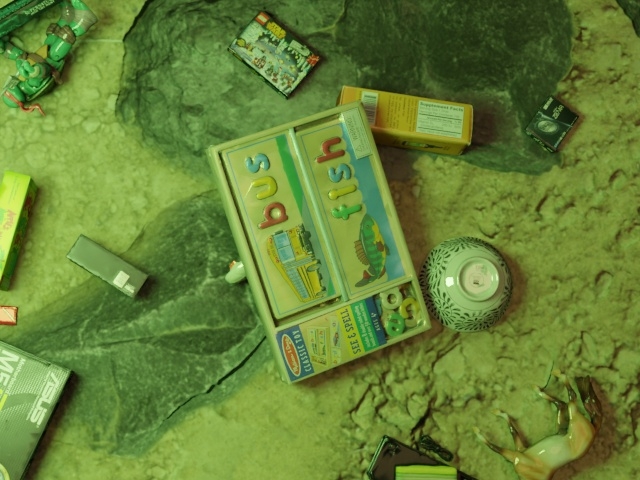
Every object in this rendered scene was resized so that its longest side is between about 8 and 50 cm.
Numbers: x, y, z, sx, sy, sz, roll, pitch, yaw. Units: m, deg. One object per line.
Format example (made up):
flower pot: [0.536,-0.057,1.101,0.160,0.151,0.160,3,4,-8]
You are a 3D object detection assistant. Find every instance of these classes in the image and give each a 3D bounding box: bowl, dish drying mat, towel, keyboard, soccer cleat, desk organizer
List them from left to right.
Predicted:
dish drying mat: [-0.539,0.121,1.741,0.083,0.008,0.032,4,82,-7]
desk organizer: [-0.350,0.045,1.756,0.130,0.050,0.047,32,79,-1]
soccer cleat: [-0.070,0.022,1.791,0.196,0.068,0.076,-36,90,-14]
towel: [0.171,0.491,1.760,0.102,0.021,0.237,3,87,-1]
keyboard: [0.177,0.386,1.787,0.180,0.023,0.108,26,85,-3]
bowl: [0.259,0.070,1.817,0.170,0.080,0.170,1,81,-8]

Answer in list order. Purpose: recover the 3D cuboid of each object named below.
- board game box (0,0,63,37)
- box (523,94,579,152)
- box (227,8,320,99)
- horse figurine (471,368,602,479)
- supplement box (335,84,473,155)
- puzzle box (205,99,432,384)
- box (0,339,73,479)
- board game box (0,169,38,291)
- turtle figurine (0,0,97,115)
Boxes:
board game box: [-0.519,-0.367,1.762,0.186,0.126,0.026,-33,117,-10]
box: [0.414,-0.210,1.913,0.067,0.018,0.083,38,79,-1]
box: [-0.082,-0.325,1.862,0.137,0.027,0.094,39,77,0]
horse figurine: [0.382,0.333,1.800,0.263,0.066,0.174,-33,81,-9]
supplement box: [0.142,-0.207,1.848,0.233,0.078,0.080,10,78,-6]
puzzle box: [0.000,0.000,1.753,0.272,0.052,0.409,-20,97,-15]
box: [-0.548,0.287,1.687,0.216,0.060,0.270,25,79,-3]
board game box: [-0.508,-0.014,1.724,0.043,0.092,0.181,15,80,-4]
turtle figurine: [-0.476,-0.301,1.767,0.175,0.118,0.234,27,73,39]
